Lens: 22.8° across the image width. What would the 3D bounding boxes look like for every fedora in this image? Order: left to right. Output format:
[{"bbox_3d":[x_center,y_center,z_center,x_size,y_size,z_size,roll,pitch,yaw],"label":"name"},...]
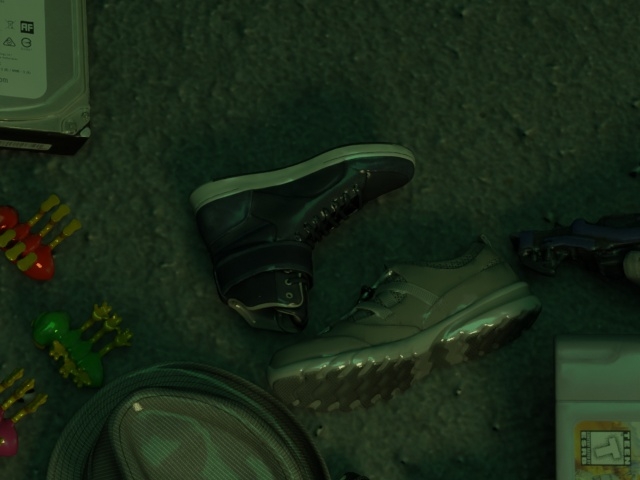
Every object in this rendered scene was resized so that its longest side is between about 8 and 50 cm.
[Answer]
[{"bbox_3d":[-0.114,0.214,1.414,0.244,0.124,0.275,-40,75,-21],"label":"fedora"}]

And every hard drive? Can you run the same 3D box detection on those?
[{"bbox_3d":[-0.351,-0.259,1.570,0.237,0.064,0.339,5,69,-26],"label":"hard drive"}]

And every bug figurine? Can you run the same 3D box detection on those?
[{"bbox_3d":[-0.310,0.084,1.464,0.216,0.072,0.279,50,47,-1],"label":"bug figurine"}]

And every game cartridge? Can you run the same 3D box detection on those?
[{"bbox_3d":[0.310,0.232,1.426,0.198,0.062,0.297,-2,85,14],"label":"game cartridge"}]

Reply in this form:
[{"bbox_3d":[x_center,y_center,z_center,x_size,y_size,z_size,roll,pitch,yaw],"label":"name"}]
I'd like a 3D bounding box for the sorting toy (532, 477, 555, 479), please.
[{"bbox_3d":[0.196,0.326,1.487,0.348,0.047,0.196,-5,78,-6],"label":"sorting toy"}]

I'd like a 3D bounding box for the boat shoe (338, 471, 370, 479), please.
[{"bbox_3d":[0.010,0.275,1.485,0.038,0.046,0.125,24,84,46],"label":"boat shoe"}]

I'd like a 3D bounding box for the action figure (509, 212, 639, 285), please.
[{"bbox_3d":[0.363,0.066,1.564,0.341,0.178,0.330,0,62,23],"label":"action figure"}]

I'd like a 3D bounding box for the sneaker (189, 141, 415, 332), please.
[{"bbox_3d":[0.000,0.001,1.541,0.226,0.086,0.163,-16,63,-1],"label":"sneaker"}]

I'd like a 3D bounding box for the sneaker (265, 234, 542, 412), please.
[{"bbox_3d":[0.069,0.080,1.538,0.281,0.105,0.115,-18,63,-21],"label":"sneaker"}]
